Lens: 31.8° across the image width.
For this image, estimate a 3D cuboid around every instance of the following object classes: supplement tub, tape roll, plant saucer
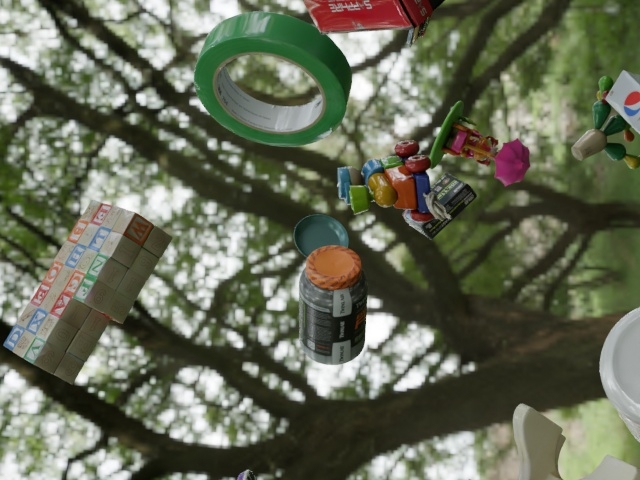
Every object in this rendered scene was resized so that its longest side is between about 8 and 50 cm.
[{"bbox_3d":[0.021,0.108,1.887,0.117,0.117,0.190,-70,-15,-46],"label":"supplement tub"},{"bbox_3d":[-0.097,-0.325,2.303,0.321,0.321,0.077,71,-154,-50],"label":"tape roll"},{"bbox_3d":[0.000,0.000,2.385,0.021,0.119,0.119,110,175,-56],"label":"plant saucer"},{"bbox_3d":[0.530,0.217,1.665,0.272,0.191,0.191,45,-132,-57],"label":"supplement tub"}]

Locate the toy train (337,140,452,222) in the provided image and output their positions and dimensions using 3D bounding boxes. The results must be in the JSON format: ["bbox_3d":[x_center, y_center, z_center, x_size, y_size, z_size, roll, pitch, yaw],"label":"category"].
[{"bbox_3d":[0.110,-0.072,1.775,0.248,0.143,0.105,-109,11,-68],"label":"toy train"}]

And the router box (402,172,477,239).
[{"bbox_3d":[0.222,-0.066,2.105,0.038,0.122,0.092,48,176,-26],"label":"router box"}]

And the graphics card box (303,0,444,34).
[{"bbox_3d":[0.165,-0.451,1.668,0.371,0.232,0.094,-44,-62,-22],"label":"graphics card box"}]

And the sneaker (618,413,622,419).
[{"bbox_3d":[0.732,0.277,2.142,0.148,0.350,0.131,62,171,-19],"label":"sneaker"}]

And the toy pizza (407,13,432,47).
[{"bbox_3d":[0.215,-0.482,2.246,0.201,0.032,0.201,17,-90,-86],"label":"toy pizza"}]

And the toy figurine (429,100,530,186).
[{"bbox_3d":[0.292,-0.153,1.972,0.130,0.159,0.173,-66,-12,8],"label":"toy figurine"}]

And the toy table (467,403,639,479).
[{"bbox_3d":[0.339,0.359,1.585,0.274,0.252,0.161,37,-98,-35],"label":"toy table"}]

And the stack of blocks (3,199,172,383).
[{"bbox_3d":[-0.395,0.087,1.904,0.087,0.171,0.297,37,-103,-36],"label":"stack of blocks"}]

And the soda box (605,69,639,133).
[{"bbox_3d":[0.610,-0.224,2.035,0.069,0.073,0.216,-63,32,27],"label":"soda box"}]

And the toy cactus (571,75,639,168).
[{"bbox_3d":[0.598,-0.220,2.298,0.180,0.112,0.219,-35,-54,-15],"label":"toy cactus"}]

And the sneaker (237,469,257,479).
[{"bbox_3d":[-0.143,0.433,1.738,0.068,0.071,0.170,62,-141,-47],"label":"sneaker"}]
